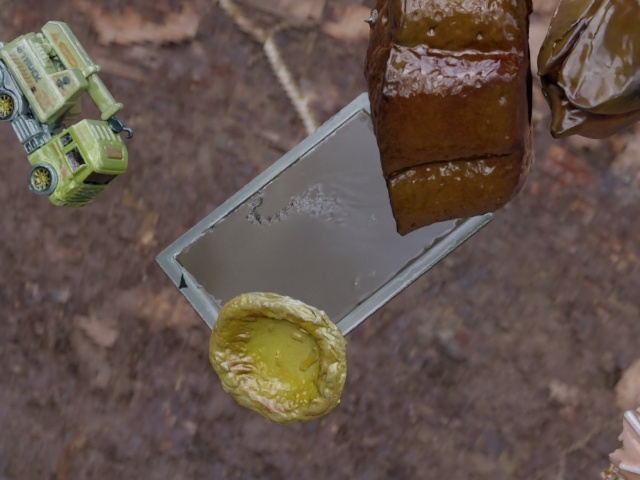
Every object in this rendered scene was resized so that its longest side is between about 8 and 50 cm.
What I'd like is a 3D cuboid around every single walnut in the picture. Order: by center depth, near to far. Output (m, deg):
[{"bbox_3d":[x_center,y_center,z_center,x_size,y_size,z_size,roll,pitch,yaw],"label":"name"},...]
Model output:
[{"bbox_3d":[0.264,-0.180,1.441,0.137,0.137,0.245,28,68,3],"label":"walnut"}]

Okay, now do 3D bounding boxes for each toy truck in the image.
[{"bbox_3d":[-0.242,-0.122,1.559,0.169,0.100,0.077,61,21,13],"label":"toy truck"}]

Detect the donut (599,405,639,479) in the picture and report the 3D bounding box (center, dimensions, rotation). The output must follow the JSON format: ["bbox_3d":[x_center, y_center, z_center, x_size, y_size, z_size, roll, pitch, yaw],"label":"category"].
[{"bbox_3d":[0.229,0.089,0.857,0.117,0.065,0.166,37,74,11],"label":"donut"}]

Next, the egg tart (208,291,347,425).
[{"bbox_3d":[-0.025,0.075,1.139,0.105,0.105,0.039,34,32,8],"label":"egg tart"}]

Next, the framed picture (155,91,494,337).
[{"bbox_3d":[0.000,0.000,1.597,0.273,0.016,0.216,-37,54,-5],"label":"framed picture"}]

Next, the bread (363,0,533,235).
[{"bbox_3d":[0.106,-0.146,1.365,0.135,0.247,0.232,1,37,8],"label":"bread"}]
